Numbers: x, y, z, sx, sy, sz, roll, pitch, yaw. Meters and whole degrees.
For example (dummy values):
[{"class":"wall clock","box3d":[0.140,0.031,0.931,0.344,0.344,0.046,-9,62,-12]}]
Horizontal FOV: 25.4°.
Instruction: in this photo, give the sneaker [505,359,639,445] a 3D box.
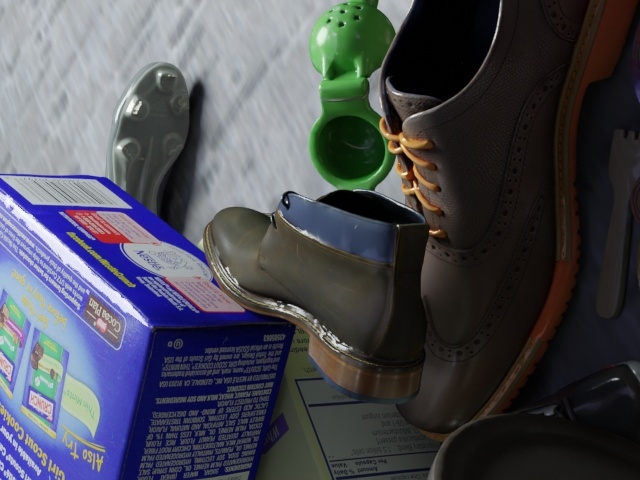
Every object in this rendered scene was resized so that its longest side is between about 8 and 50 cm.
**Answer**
[{"class":"sneaker","box3d":[0.133,0.121,0.836,0.158,0.065,0.061,-44,56,43]}]

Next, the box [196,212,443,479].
[{"class":"box","box3d":[-0.034,0.138,1.014,0.213,0.117,0.243,-50,51,40]}]

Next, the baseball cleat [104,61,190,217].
[{"class":"baseball cleat","box3d":[-0.170,-0.060,1.237,0.109,0.072,0.206,28,108,57]}]

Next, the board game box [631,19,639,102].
[{"class":"board game box","box3d":[0.213,-0.133,0.721,0.168,0.033,0.133,-21,46,51]}]

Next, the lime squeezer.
[{"class":"lime squeezer","box3d":[0.022,-0.081,0.920,0.110,0.058,0.310,88,-177,-76]}]

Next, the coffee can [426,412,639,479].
[{"class":"coffee can","box3d":[0.104,0.262,0.760,0.201,0.201,0.275,47,126,42]}]

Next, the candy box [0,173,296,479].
[{"class":"candy box","box3d":[-0.166,0.146,0.992,0.268,0.122,0.317,35,115,47]}]

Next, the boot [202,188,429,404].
[{"class":"boot","box3d":[0.000,0.000,0.861,0.219,0.082,0.106,38,125,47]}]

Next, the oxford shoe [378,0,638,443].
[{"class":"oxford shoe","box3d":[0.080,-0.047,0.854,0.130,0.132,0.364,26,111,50]}]

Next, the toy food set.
[{"class":"toy food set","box3d":[0.212,0.006,0.757,0.192,0.038,0.132,14,101,52]}]
